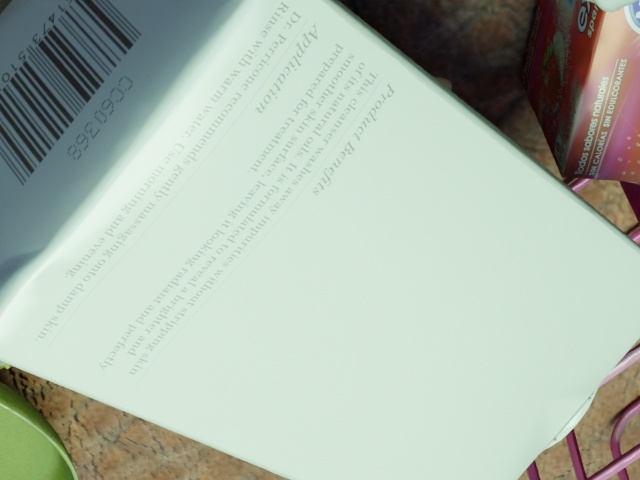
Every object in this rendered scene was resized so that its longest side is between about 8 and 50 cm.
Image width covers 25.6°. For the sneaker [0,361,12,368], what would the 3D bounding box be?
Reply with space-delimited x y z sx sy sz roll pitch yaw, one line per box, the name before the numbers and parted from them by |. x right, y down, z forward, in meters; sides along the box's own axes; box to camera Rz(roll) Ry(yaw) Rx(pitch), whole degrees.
sneaker | -0.176 0.026 0.961 0.185 0.069 0.084 -19 105 8

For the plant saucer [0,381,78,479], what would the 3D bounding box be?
plant saucer | -0.286 0.143 1.000 0.241 0.037 0.241 6 141 5

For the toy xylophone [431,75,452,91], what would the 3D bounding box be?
toy xylophone | -0.047 -0.025 0.856 0.323 0.081 0.236 11 115 -40

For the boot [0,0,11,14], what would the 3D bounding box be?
boot | -0.230 -0.082 0.886 0.207 0.090 0.248 -22 128 25

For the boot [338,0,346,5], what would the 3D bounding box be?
boot | -0.077 -0.145 0.851 0.197 0.073 0.152 -5 128 1

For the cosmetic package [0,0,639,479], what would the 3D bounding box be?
cosmetic package | 0.000 0.000 0.742 0.217 0.156 0.385 -50 136 7

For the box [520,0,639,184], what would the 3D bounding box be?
box | 0.210 -0.170 0.827 0.123 0.128 0.257 3 123 -8

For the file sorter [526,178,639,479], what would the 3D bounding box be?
file sorter | 0.247 0.112 0.974 0.182 0.202 0.291 -39 119 20

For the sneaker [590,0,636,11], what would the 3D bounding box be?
sneaker | 0.002 -0.229 0.723 0.210 0.137 0.366 -38 92 24
